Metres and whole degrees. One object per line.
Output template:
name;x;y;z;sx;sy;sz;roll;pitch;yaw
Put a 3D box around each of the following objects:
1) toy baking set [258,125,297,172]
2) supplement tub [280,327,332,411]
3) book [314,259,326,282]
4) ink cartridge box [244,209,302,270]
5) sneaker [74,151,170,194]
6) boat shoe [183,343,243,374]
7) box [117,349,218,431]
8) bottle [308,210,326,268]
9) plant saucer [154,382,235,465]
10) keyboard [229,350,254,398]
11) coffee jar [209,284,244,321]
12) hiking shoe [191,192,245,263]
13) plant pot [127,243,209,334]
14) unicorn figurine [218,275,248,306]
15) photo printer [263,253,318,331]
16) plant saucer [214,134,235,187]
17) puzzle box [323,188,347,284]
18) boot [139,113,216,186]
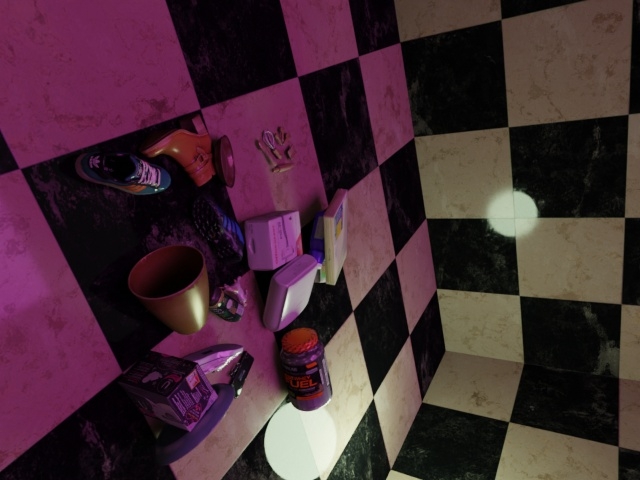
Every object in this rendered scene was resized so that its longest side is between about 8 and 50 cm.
toy baking set;-0.192;-0.400;2.016;0.256;0.030;0.197;-35;117;-51
supplement tub;-0.068;0.589;2.082;0.207;0.207;0.338;-34;119;-51
book;0.009;0.144;2.346;0.096;0.035;0.144;4;87;-61
ink cartridge box;-0.191;-0.006;1.910;0.283;0.117;0.207;-29;117;-65
sneaker;-0.562;-0.199;1.365;0.302;0.121;0.108;3;89;-57
boat shoe;-0.399;0.448;1.688;0.258;0.095;0.084;-4;99;-46
box;-0.475;0.466;1.412;0.142;0.247;0.163;-49;130;-43
bottle;0.000;0.000;2.263;0.118;0.092;0.283;42;57;-60
plant saucer;-0.418;0.580;1.477;0.044;0.317;0.317;52;45;-12
keyboard;-0.333;0.540;1.843;0.108;0.023;0.180;60;43;-48
coffee jar;-0.375;0.236;1.696;0.184;0.096;0.079;49;49;-45
hiking shoe;-0.380;-0.057;1.692;0.132;0.113;0.304;-81;155;-53
plant pot;-0.462;0.183;1.477;0.237;0.237;0.254;-56;150;-40
unicorn figurine;-0.329;0.195;1.777;0.162;0.060;0.111;49;16;-22
photo printer;-0.133;0.238;1.970;0.256;0.107;0.308;-37;150;-50
plant saucer;-0.360;-0.293;1.691;0.198;0.036;0.199;-4;90;-88
puzzle box;0.079;-0.020;2.260;0.272;0.052;0.409;-62;156;-52
boot;-0.469;-0.281;1.543;0.283;0.109;0.220;-56;140;-50
